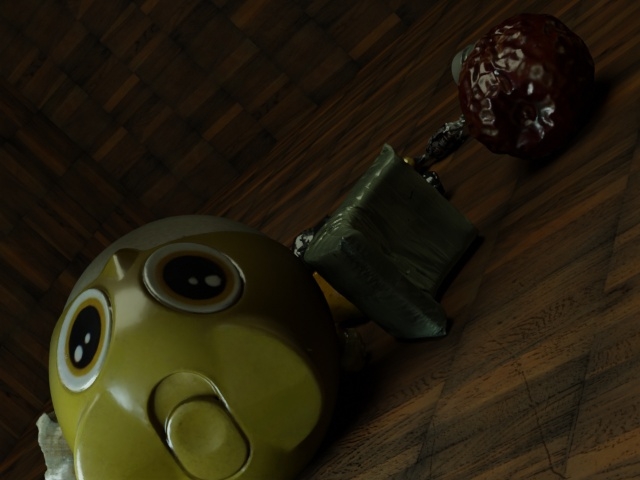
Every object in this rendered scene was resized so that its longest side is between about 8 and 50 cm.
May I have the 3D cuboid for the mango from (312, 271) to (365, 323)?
[{"bbox_3d":[0.040,0.082,1.831,0.165,0.089,0.115,-20,49,55],"label":"mango"}]

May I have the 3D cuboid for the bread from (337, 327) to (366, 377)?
[{"bbox_3d":[0.030,0.178,1.666,0.106,0.053,0.072,-35,40,51],"label":"bread"}]

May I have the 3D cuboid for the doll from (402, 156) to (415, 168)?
[{"bbox_3d":[0.125,-0.076,2.078,0.089,0.102,0.179,15,53,31],"label":"doll"}]

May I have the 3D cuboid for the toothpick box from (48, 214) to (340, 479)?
[{"bbox_3d":[-0.174,0.172,1.519,0.409,0.409,0.425,-45,17,7],"label":"toothpick box"}]

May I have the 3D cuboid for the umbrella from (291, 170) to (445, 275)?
[{"bbox_3d":[0.074,-0.012,1.977,0.337,0.128,0.154,-39,32,0],"label":"umbrella"}]

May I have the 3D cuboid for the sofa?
[{"bbox_3d":[0.119,0.000,1.560,0.225,0.210,0.176,-50,11,-21],"label":"sofa"}]

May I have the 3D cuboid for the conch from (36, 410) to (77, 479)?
[{"bbox_3d":[-0.414,0.418,2.014,0.186,0.263,0.324,-31,47,15],"label":"conch"}]

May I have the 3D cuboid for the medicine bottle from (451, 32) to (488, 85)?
[{"bbox_3d":[0.349,-0.362,2.176,0.105,0.105,0.168,-54,15,-31],"label":"medicine bottle"}]

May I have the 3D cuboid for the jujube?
[{"bbox_3d":[0.317,-0.243,1.705,0.213,0.213,0.232,-40,12,28],"label":"jujube"}]

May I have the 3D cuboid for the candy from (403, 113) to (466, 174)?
[{"bbox_3d":[0.235,-0.195,2.154,0.226,0.051,0.094,-38,12,35],"label":"candy"}]
